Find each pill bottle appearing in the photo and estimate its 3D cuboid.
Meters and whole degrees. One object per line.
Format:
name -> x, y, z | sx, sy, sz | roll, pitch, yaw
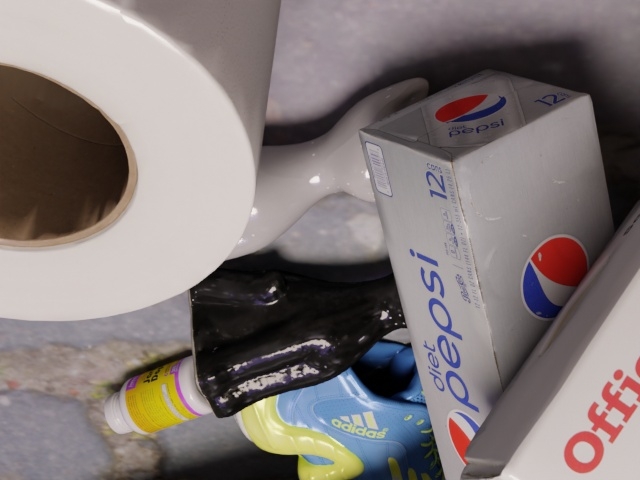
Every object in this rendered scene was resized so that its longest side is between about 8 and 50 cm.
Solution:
pill bottle -> -0.115, 0.114, 1.116 | 0.083, 0.043, 0.043 | -22, 133, 28

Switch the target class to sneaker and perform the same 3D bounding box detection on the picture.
sneaker -> 0.053, 0.147, 1.100 | 0.126, 0.091, 0.240 | -30, 128, 34

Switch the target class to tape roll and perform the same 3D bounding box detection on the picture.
tape roll -> -0.144, -0.098, 0.775 | 0.246, 0.169, 0.246 | 4, 139, 3

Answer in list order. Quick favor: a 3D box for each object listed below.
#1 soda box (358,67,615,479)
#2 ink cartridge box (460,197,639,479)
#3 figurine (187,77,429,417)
soda box -> 0.113, 0.054, 0.883 | 0.098, 0.091, 0.286 | -27, 117, -23
ink cartridge box -> 0.246, 0.116, 0.768 | 0.289, 0.211, 0.121 | 35, 170, 2
figurine -> 0.000, 0.000, 0.949 | 0.209, 0.092, 0.215 | -15, 135, 12
